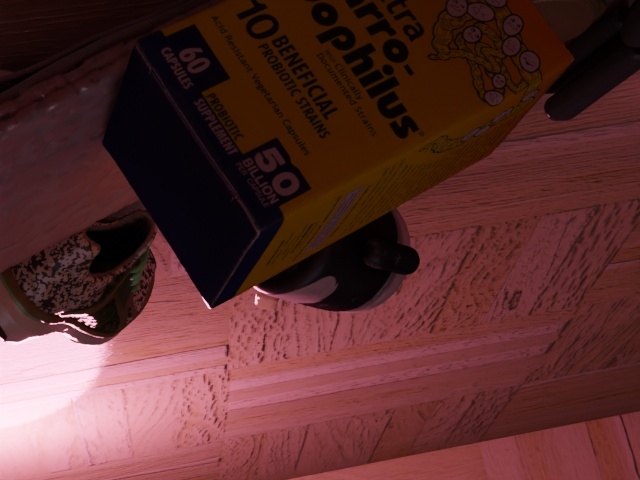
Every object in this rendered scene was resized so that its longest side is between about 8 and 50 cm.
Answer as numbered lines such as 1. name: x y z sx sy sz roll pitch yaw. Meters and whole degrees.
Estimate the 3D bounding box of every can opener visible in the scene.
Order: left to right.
1. can opener: 0.321 -0.222 1.557 0.095 0.076 0.283 -7 160 -34

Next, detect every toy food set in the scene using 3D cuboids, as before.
1. toy food set: 0.242 -0.249 1.517 0.132 0.038 0.192 6 158 -24

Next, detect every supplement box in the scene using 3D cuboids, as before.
1. supplement box: 0.013 -0.126 1.272 0.357 0.194 0.195 -29 169 -26

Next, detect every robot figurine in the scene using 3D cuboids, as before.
1. robot figurine: -0.001 -0.003 1.801 0.173 0.209 0.278 -42 148 21

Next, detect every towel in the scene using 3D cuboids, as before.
1. towel: -0.192 -0.113 1.360 0.332 0.053 0.317 -30 164 -23

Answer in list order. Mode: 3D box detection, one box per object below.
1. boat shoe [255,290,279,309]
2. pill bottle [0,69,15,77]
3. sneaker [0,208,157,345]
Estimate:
1. boat shoe: -0.069 0.059 2.090 0.049 0.042 0.133 17 152 -6
2. pill bottle: -0.309 -0.100 1.455 0.108 0.108 0.180 -14 159 3
3. sneaker: -0.255 0.030 1.668 0.182 0.158 0.410 -24 176 14
